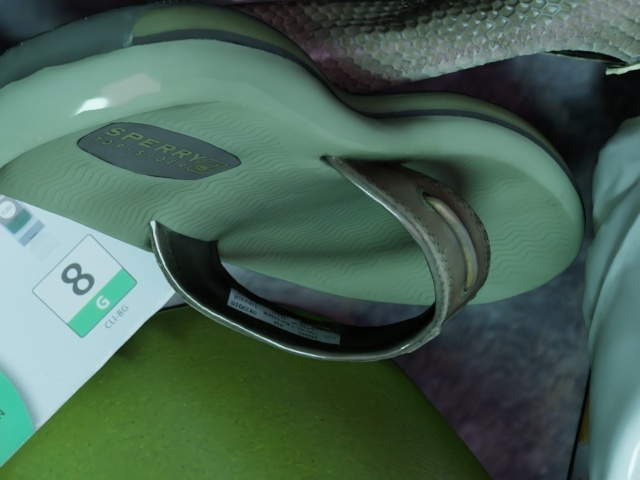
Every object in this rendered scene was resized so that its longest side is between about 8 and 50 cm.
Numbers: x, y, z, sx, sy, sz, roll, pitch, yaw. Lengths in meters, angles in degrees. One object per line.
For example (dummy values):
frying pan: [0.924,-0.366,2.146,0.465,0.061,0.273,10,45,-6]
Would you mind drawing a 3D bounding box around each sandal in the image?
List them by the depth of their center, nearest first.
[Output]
sandal: [-0.002,0.000,0.506,0.120,0.086,0.303,-30,157,29]

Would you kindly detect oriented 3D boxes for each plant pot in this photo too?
plant pot: [0.009,0.201,0.521,0.274,0.293,0.275,-11,114,-26]

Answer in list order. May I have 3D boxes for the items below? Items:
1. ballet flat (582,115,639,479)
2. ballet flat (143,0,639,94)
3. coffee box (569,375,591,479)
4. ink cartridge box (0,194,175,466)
ballet flat: [0.194,-0.034,0.599,0.400,0.139,0.139,-44,126,-27]
ballet flat: [0.052,-0.074,0.562,0.250,0.084,0.058,-7,93,-22]
coffee box: [0.204,0.136,0.723,0.141,0.098,0.246,-1,109,-29]
ink cartridge box: [-0.178,-0.001,0.483,0.181,0.056,0.225,-45,126,-7]
